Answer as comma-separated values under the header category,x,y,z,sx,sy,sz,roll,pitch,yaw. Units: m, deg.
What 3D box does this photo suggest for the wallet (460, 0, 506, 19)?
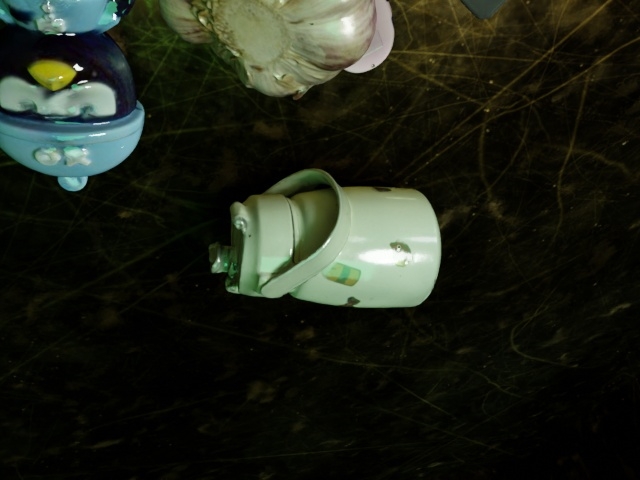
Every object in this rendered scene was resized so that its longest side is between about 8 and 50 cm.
category,x,y,z,sx,sy,sz,roll,pitch,yaw
wallet,0.123,-0.311,0.480,0.244,0.025,0.124,22,124,-38

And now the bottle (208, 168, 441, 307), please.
category,x,y,z,sx,sy,sz,roll,pitch,yaw
bottle,0.000,0.000,0.887,0.352,0.229,0.229,3,135,-19

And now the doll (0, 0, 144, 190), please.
category,x,y,z,sx,sy,sz,roll,pitch,yaw
doll,-0.294,-0.186,0.613,0.177,0.141,0.313,-1,133,-16

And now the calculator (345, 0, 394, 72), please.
category,x,y,z,sx,sy,sz,roll,pitch,yaw
calculator,0.043,-0.292,0.713,0.103,0.024,0.166,-27,140,9

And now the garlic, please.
category,x,y,z,sx,sy,sz,roll,pitch,yaw
garlic,-0.054,-0.279,0.593,0.245,0.160,0.245,11,152,6
